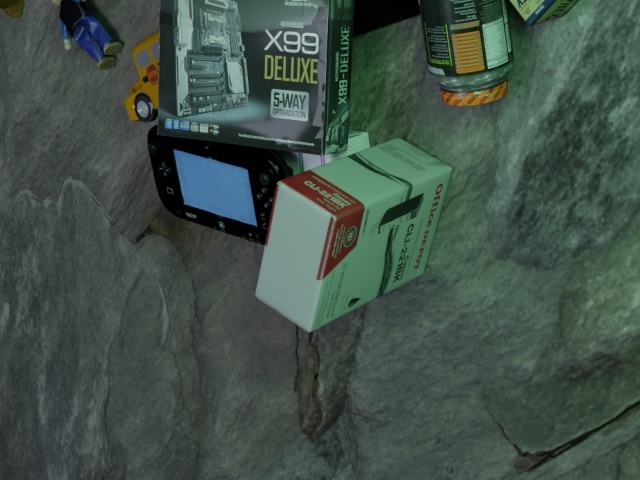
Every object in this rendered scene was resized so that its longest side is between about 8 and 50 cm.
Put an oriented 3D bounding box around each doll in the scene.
[{"bbox_3d":[-0.442,-0.397,2.375,0.189,0.046,0.129,51,133,19],"label":"doll"}]

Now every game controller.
[{"bbox_3d":[-0.159,-0.089,2.050,0.319,0.067,0.167,17,118,41],"label":"game controller"}]

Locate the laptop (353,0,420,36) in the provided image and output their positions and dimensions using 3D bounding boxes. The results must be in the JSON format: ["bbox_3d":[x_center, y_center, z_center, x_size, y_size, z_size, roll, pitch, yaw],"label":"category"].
[{"bbox_3d":[0.018,-0.531,1.874,0.382,0.236,0.408,-10,127,47],"label":"laptop"}]

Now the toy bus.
[{"bbox_3d":[-0.206,-0.300,2.124,0.332,0.108,0.130,-20,91,47],"label":"toy bus"}]

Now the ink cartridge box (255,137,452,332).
[{"bbox_3d":[0.051,-0.014,1.856,0.114,0.273,0.197,32,126,29],"label":"ink cartridge box"}]

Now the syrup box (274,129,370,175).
[{"bbox_3d":[-0.037,-0.126,2.030,0.236,0.093,0.096,11,112,43],"label":"syrup box"}]

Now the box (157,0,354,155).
[{"bbox_3d":[-0.099,-0.263,1.912,0.307,0.076,0.243,10,104,31],"label":"box"}]

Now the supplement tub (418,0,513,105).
[{"bbox_3d":[0.193,-0.282,1.709,0.117,0.117,0.190,12,122,42],"label":"supplement tub"}]

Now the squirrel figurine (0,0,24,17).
[{"bbox_3d":[-0.468,-0.542,2.128,0.396,0.281,0.371,21,89,9],"label":"squirrel figurine"}]

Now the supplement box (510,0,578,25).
[{"bbox_3d":[0.280,-0.327,1.635,0.083,0.083,0.056,56,136,12],"label":"supplement box"}]
